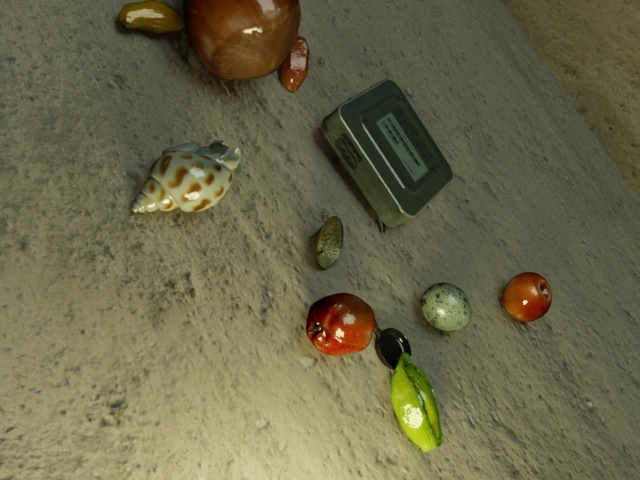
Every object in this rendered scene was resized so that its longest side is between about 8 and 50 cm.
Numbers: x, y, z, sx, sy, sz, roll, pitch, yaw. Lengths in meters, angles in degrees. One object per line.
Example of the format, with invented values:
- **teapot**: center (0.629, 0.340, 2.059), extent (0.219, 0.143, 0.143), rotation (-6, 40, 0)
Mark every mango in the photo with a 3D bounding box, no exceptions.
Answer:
- **mango**: center (-0.443, -0.584, 1.871), extent (0.190, 0.075, 0.098), rotation (-12, 65, -37)

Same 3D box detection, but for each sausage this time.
- **sausage**: center (-0.078, -0.536, 2.144), extent (0.089, 0.089, 0.179), rotation (16, 65, -33)

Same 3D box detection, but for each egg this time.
- **egg**: center (0.362, 0.194, 2.037), extent (0.172, 0.132, 0.132), rotation (41, 44, -31)

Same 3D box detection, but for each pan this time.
- **pan**: center (0.160, 0.254, 1.892), extent (0.212, 0.040, 0.115), rotation (50, 44, -15)

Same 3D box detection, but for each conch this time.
- **conch**: center (-0.310, -0.141, 1.662), extent (0.275, 0.182, 0.149), rotation (-11, 112, -33)

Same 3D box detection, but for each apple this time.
- **apple**: center (0.670, 0.181, 2.300), extent (0.163, 0.139, 0.163), rotation (22, 50, -29)

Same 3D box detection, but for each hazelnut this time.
- **hazelnut**: center (-0.218, -0.604, 1.901), extent (0.315, 0.372, 0.372), rotation (-39, 93, -8)

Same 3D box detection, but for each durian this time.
- **durian**: center (0.240, 0.414, 1.826), extent (0.250, 0.101, 0.139), rotation (67, 16, 8)

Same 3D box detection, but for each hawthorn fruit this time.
- **hawthorn fruit**: center (0.034, 0.206, 1.731), extent (0.194, 0.157, 0.157), rotation (-3, 67, -46)

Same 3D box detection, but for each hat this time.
- **hat**: center (0.000, 0.000, 1.903), extent (0.146, 0.067, 0.146), rotation (-33, 129, -53)

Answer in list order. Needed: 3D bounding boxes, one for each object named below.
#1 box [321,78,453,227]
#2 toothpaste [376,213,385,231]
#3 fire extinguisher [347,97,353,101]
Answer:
- **box**: center (0.220, -0.278, 2.195), extent (0.396, 0.111, 0.396), rotation (56, 41, -6)
- **toothpaste**: center (0.179, -0.064, 2.121), extent (0.027, 0.019, 0.083), rotation (17, 56, -55)
- **fire extinguisher**: center (0.134, -0.423, 2.291), extent (0.100, 0.032, 0.046), rotation (14, 46, -27)
